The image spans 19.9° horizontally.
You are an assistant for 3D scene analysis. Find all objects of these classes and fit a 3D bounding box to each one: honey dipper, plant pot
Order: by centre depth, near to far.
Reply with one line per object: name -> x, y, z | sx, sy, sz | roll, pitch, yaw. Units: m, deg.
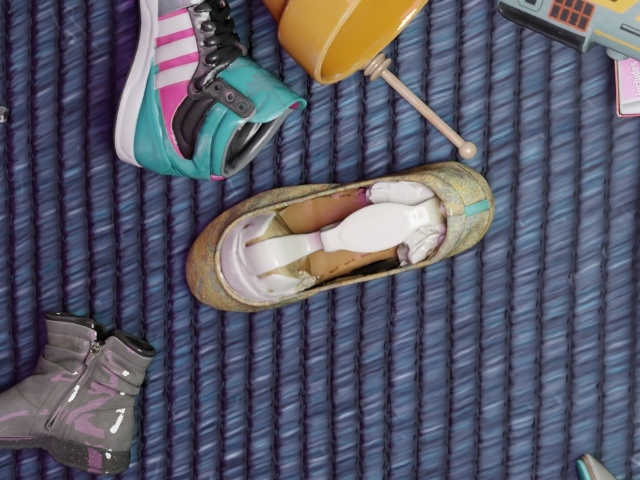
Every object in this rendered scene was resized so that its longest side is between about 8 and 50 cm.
plant pot -> 0.002, -0.283, 1.705 | 0.188, 0.205, 0.205 | 43, 112, 10
honey dipper -> 0.092, -0.137, 1.797 | 0.161, 0.030, 0.030 | 43, 112, 3

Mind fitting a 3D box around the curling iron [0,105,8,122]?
curling iron -> -0.466, -0.168, 1.994 | 0.274, 0.035, 0.068 | 17, 107, 17

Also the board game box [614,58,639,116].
board game box -> 0.419, -0.239, 1.630 | 0.317, 0.064, 0.242 | -1, 101, 21

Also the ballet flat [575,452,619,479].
ballet flat -> 0.307, 0.302, 1.793 | 0.068, 0.072, 0.213 | -16, 96, -5

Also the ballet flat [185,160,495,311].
ballet flat -> 0.000, 0.000, 1.811 | 0.349, 0.123, 0.123 | -14, 96, 23

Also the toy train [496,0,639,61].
toy train -> 0.312, -0.229, 1.572 | 0.334, 0.142, 0.190 | 25, 121, 13

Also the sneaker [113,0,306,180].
sneaker -> -0.094, -0.184, 1.800 | 0.178, 0.124, 0.295 | 23, 116, 20

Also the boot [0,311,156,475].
boot -> -0.301, 0.149, 1.984 | 0.247, 0.083, 0.161 | 12, 98, 12
